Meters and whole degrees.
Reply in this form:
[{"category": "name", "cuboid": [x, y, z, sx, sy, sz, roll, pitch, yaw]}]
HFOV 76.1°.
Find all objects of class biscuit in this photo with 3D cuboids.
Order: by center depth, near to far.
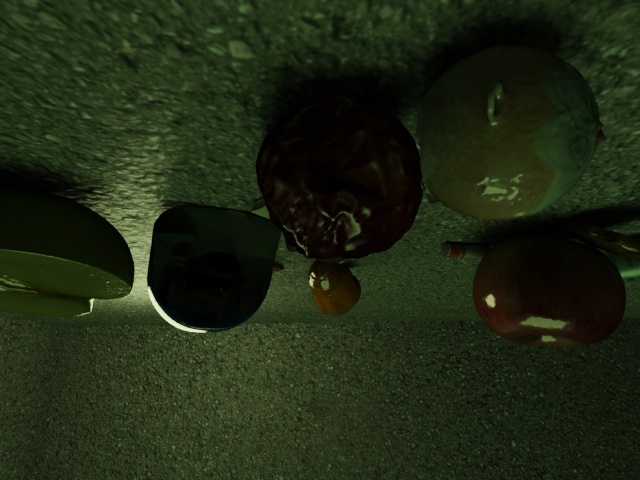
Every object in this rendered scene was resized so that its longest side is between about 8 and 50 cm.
[{"category": "biscuit", "cuboid": [0.657, 0.012, 0.902, 0.182, 0.034, 0.215, 15, -171, -42]}]

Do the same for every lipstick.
[{"category": "lipstick", "cuboid": [0.397, 0.029, 1.111, 0.131, 0.038, 0.038, 3, 162, -12]}]

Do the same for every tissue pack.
[{"category": "tissue pack", "cuboid": [-0.085, -0.059, 0.842, 0.056, 0.023, 0.108, -16, 157, 34]}]

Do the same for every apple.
[{"category": "apple", "cuboid": [-0.567, 0.050, 0.763, 0.360, 0.320, 0.312, 29, -175, -46]}, {"category": "apple", "cuboid": [0.548, 0.112, 0.998, 0.345, 0.269, 0.344, 7, 159, 3]}]

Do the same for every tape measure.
[{"category": "tape measure", "cuboid": [-0.236, 0.068, 0.890, 0.260, 0.261, 0.138, 8, 170, -22]}]

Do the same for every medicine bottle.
[{"category": "medicine bottle", "cuboid": [0.808, 0.056, 1.092, 0.110, 0.110, 0.352, 15, 156, -40]}]

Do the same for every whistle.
[{"category": "whistle", "cuboid": [0.222, -0.104, 0.495, 0.189, 0.189, 0.348, -8, 172, 21]}]

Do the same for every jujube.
[{"category": "jujube", "cuboid": [0.023, -0.062, 0.587, 0.217, 0.216, 0.342, 1, 168, -4]}]

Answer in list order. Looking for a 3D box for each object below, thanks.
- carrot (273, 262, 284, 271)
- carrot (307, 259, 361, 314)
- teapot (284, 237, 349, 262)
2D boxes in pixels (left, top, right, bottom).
[{"category": "carrot", "cuboid": [-0.204, 0.076, 1.211, 0.257, 0.061, 0.061, 12, 158, -40]}, {"category": "carrot", "cuboid": [0.021, 0.123, 1.242, 0.159, 0.159, 0.225, -7, 151, 18]}, {"category": "teapot", "cuboid": [0.002, -0.017, 0.818, 0.146, 0.115, 0.148, 2, 160, -19]}]
